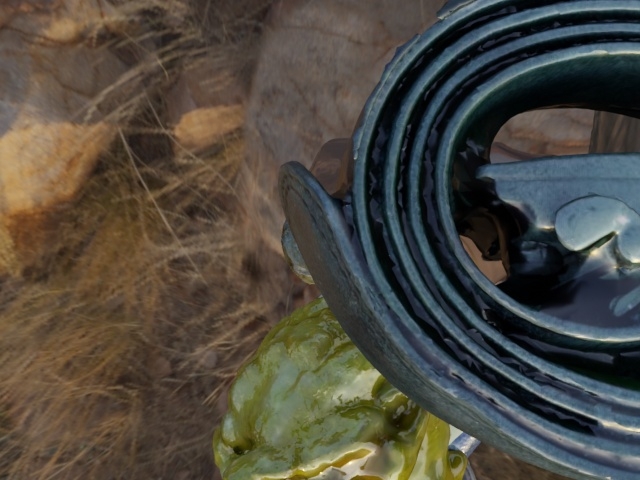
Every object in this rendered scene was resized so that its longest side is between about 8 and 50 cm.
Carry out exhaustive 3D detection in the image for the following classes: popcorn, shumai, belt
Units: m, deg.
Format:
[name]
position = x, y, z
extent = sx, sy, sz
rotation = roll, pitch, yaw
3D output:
[popcorn]
position = 0.010, 0.181, 0.952
extent = 0.235, 0.242, 0.250
rotation = -16, 83, 7
[shumai]
position = -0.001, -0.001, 1.210
extent = 0.099, 0.087, 0.123
rotation = 35, 70, -1
[belt]
position = 0.114, -0.005, 0.424
extent = 0.268, 0.116, 0.206
rotation = 12, 83, -2

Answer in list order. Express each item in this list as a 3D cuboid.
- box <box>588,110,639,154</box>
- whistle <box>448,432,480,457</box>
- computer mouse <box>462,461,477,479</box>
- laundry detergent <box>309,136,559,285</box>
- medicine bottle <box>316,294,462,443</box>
[box]
position = 0.386, 0.029, 0.756
extent = 0.397, 0.111, 0.395
rotation = 20, 68, -12
[whistle]
position = 0.207, 0.244, 1.358
extent = 0.062, 0.062, 0.304
rotation = 36, 109, 2
[computer mouse]
position = 0.131, 0.271, 1.097
extent = 0.096, 0.039, 0.066
rotation = -29, 77, 22
[laundry detergent]
position = 0.117, -0.007, 0.680
extent = 0.171, 0.237, 0.076
rotation = 37, 69, -40
[medicine bottle]
position = 0.090, 0.167, 1.335
extent = 0.141, 0.250, 0.137
rotation = -41, 131, -21
